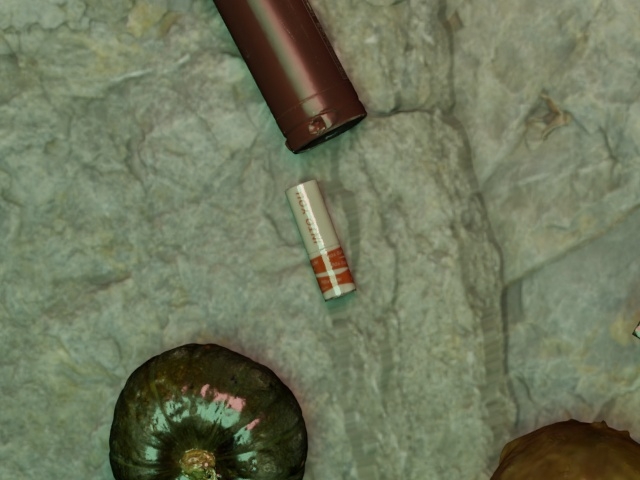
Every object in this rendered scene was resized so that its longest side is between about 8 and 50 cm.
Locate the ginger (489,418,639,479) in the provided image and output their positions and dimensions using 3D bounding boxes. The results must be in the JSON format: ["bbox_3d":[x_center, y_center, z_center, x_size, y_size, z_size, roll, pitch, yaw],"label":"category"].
[{"bbox_3d":[0.253,0.298,1.721,0.200,0.269,0.223,6,102,39],"label":"ginger"}]

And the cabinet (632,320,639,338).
[{"bbox_3d":[0.458,0.074,1.732,0.215,0.148,0.174,31,98,12],"label":"cabinet"}]

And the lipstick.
[{"bbox_3d":[0.000,0.000,1.871,0.038,0.038,0.130,-21,88,11],"label":"lipstick"}]

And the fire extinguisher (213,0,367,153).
[{"bbox_3d":[-0.054,-0.230,1.848,0.105,0.105,0.269,-29,87,11],"label":"fire extinguisher"}]

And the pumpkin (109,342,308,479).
[{"bbox_3d":[-0.123,0.221,1.844,0.224,0.157,0.223,2,103,8],"label":"pumpkin"}]
